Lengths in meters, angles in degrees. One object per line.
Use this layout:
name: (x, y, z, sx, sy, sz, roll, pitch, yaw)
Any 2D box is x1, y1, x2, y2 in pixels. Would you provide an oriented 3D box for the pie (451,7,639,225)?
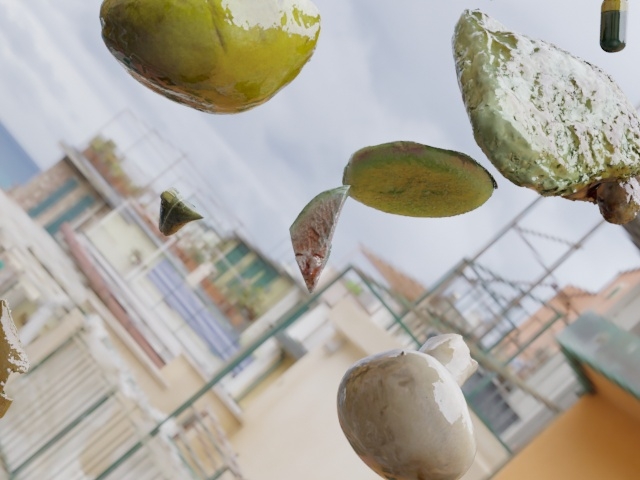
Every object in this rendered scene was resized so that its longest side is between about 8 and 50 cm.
pie: (0.369, -0.230, 1.954, 0.418, 0.180, 0.395, 18, 40, -39)

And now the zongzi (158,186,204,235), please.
zongzi: (-0.269, -0.035, 2.277, 0.113, 0.052, 0.104, 35, -42, 27)

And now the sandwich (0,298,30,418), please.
sandwich: (-0.525, 0.216, 1.849, 0.088, 0.244, 0.090, 29, -12, -20)

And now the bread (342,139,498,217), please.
bread: (0.183, -0.103, 2.178, 0.301, 0.045, 0.301, 7, -21, 3)

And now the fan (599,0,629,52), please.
fan: (0.402, -0.333, 1.589, 0.039, 0.155, 0.082, 6, -5, -37)

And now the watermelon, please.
watermelon: (-0.002, -0.006, 1.780, 0.081, 0.180, 0.094, 8, 16, -19)

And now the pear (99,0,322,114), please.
pear: (-0.159, -0.312, 1.703, 0.269, 0.321, 0.269, -175, -90, -83)

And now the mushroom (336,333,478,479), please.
mushroom: (0.195, 0.308, 2.168, 0.292, 0.290, 0.292, 27, -46, 33)
